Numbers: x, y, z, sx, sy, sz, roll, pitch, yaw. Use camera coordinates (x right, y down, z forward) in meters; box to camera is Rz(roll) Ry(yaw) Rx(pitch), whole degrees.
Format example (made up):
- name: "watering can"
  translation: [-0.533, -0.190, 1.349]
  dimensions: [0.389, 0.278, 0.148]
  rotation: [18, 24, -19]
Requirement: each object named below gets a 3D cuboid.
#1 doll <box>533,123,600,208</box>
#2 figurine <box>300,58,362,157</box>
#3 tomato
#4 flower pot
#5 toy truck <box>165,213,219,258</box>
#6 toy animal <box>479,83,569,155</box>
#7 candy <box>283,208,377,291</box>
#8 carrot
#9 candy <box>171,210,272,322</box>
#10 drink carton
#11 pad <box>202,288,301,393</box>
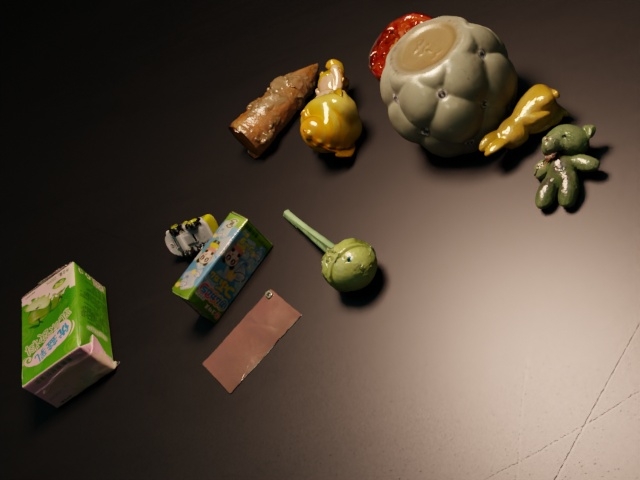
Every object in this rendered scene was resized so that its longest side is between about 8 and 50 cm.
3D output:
- name: "doll"
  translation: [0.384, -0.122, 1.360]
  dimensions: [0.115, 0.077, 0.150]
  rotation: [-9, 60, 46]
- name: "figurine"
  translation: [0.022, -0.265, 1.727]
  dimensions: [0.156, 0.131, 0.246]
  rotation: [129, 154, -48]
- name: "tomato"
  translation: [0.178, -0.372, 1.727]
  dimensions: [0.174, 0.082, 0.166]
  rotation: [-41, 44, -6]
- name: "flower pot"
  translation: [0.227, -0.277, 1.519]
  dimensions: [0.246, 0.195, 0.246]
  rotation: [-20, 45, 22]
- name: "toy truck"
  translation: [-0.266, -0.014, 1.771]
  dimensions: [0.111, 0.076, 0.077]
  rotation: [-16, 23, 23]
- name: "toy animal"
  translation: [0.337, -0.196, 1.457]
  dimensions: [0.159, 0.070, 0.083]
  rotation: [-42, 35, -2]
- name: "candy"
  translation: [0.000, 0.000, 1.556]
  dimensions: [0.335, 0.092, 0.093]
  rotation: [41, 121, 57]
- name: "carrot"
  translation: [-0.087, -0.300, 1.876]
  dimensions: [0.263, 0.102, 0.102]
  rotation: [-47, 40, -16]
- name: "candy"
  translation: [-0.185, 0.051, 1.627]
  dimensions: [0.062, 0.097, 0.194]
  rotation: [22, 71, 43]
- name: "drink carton"
  translation: [-0.520, 0.187, 1.758]
  dimensions: [0.161, 0.108, 0.271]
  rotation: [-35, 42, 11]
- name: "pad"
  translation: [-0.126, 0.178, 1.537]
  dimensions: [0.188, 0.006, 0.113]
  rotation: [-48, 41, -7]
